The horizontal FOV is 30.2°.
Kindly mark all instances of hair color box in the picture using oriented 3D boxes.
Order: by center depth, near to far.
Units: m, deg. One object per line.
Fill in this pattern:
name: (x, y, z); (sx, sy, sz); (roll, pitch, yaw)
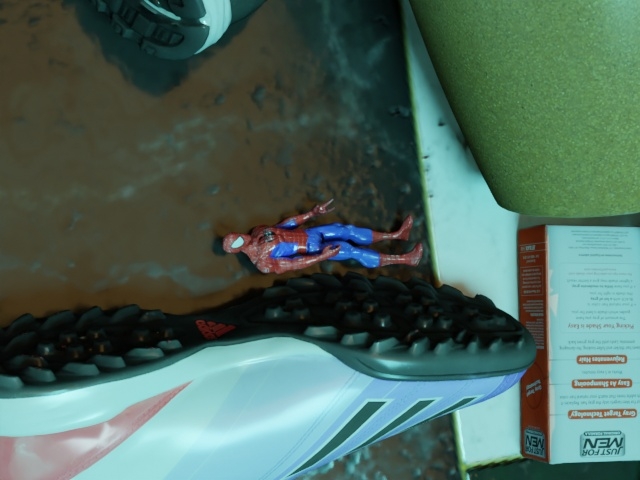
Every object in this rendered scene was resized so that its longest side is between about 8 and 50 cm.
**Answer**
hair color box: (0.160, 0.062, 0.720); (0.072, 0.043, 0.141); (1, 85, -15)

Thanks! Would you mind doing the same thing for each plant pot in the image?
plant pot: (0.146, -0.149, 0.652); (0.237, 0.237, 0.254); (-12, 105, -15)

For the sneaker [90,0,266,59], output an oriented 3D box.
sneaker: (-0.117, -0.228, 0.646); (0.108, 0.100, 0.271); (-36, 93, -39)

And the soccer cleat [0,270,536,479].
soccer cleat: (-0.034, 0.093, 0.648); (0.318, 0.108, 0.116); (-6, 112, -19)

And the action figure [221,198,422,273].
action figure: (0.000, 0.000, 0.684); (0.115, 0.030, 0.038); (-4, 52, -14)
